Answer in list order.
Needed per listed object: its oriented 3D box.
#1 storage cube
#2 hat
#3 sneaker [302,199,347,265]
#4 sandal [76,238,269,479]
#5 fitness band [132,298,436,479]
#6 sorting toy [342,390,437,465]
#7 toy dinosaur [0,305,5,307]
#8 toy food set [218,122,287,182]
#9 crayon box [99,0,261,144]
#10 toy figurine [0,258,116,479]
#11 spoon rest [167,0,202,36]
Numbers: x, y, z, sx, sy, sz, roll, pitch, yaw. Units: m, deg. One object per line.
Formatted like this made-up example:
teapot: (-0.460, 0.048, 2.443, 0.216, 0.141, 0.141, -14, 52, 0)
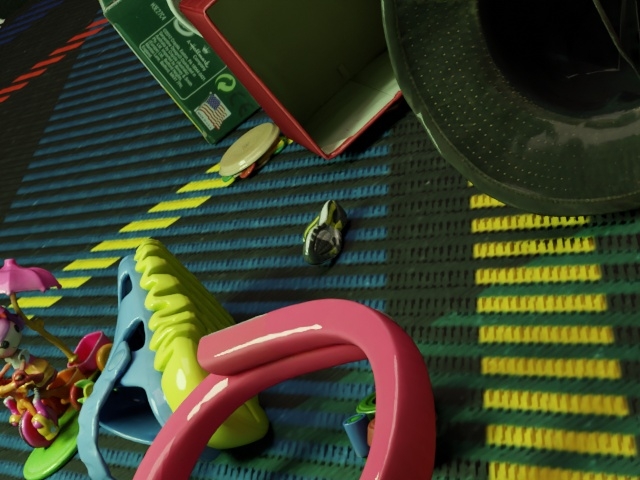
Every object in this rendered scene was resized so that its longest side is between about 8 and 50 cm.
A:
storage cube: (-0.004, -0.216, 1.732, 0.183, 0.215, 0.193, -42, 14, -3)
hat: (0.213, -0.180, 1.269, 0.331, 0.331, 0.134, -31, -7, 24)
sneaker: (0.000, 0.000, 1.536, 0.035, 0.031, 0.083, -43, 11, 35)
sandal: (-0.138, 0.102, 1.434, 0.138, 0.126, 0.317, -41, 18, 8)
fitness band: (-0.032, 0.149, 1.154, 0.291, 0.054, 0.209, -20, 51, 46)
sorting toy: (0.051, 0.128, 1.172, 0.061, 0.042, 0.102, -22, 10, 4)
toy dinosaur: (-0.376, 0.105, 1.915, 0.090, 0.047, 0.082, -17, -20, -27)
toy food set: (-0.073, -0.092, 1.859, 0.083, 0.020, 0.082, -39, 20, 0)
crayon box: (-0.179, -0.248, 2.107, 0.081, 0.202, 0.318, -39, 21, 2)
toy figurine: (-0.259, 0.100, 1.585, 0.130, 0.159, 0.173, -16, 32, 48)
spoon rest: (-0.074, -0.240, 1.872, 0.137, 0.276, 0.084, -41, 52, -5)
